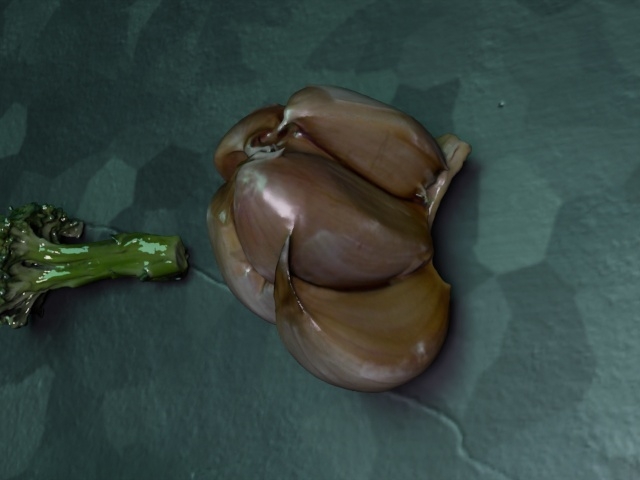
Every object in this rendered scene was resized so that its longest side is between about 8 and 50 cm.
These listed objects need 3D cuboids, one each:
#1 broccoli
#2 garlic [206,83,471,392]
[{"bbox_3d":[-0.214,0.016,0.951,0.204,0.122,0.118,-4,80,15],"label":"broccoli"},{"bbox_3d":[0.000,0.000,0.781,0.160,0.191,0.214,-9,72,56],"label":"garlic"}]
